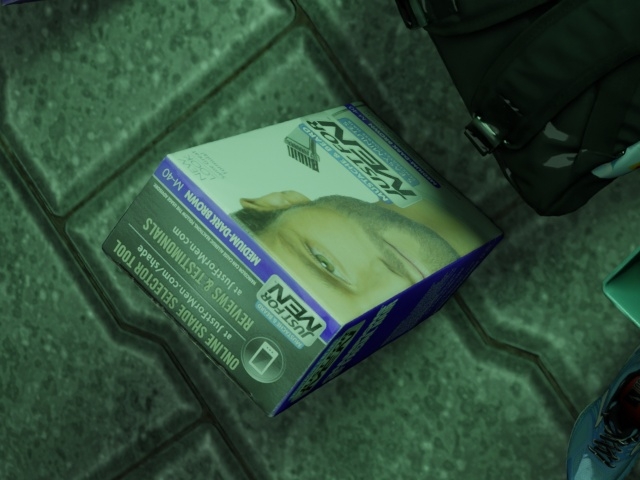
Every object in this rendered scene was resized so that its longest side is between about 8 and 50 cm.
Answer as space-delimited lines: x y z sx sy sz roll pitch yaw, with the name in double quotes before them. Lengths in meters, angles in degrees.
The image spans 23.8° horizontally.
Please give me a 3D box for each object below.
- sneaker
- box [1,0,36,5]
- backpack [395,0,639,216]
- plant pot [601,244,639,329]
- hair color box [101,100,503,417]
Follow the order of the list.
"sneaker" 0.251 0.155 1.292 0.063 0.073 0.162 32 115 16
"box" -0.248 -0.362 1.346 0.057 0.201 0.293 -14 95 28
"backpack" 0.263 -0.225 1.112 0.355 0.273 0.290 -36 82 51
"plant pot" 0.355 0.006 1.106 0.165 0.234 0.165 46 124 11
"hair color box" 0.000 0.000 1.229 0.185 0.339 0.110 44 118 11
